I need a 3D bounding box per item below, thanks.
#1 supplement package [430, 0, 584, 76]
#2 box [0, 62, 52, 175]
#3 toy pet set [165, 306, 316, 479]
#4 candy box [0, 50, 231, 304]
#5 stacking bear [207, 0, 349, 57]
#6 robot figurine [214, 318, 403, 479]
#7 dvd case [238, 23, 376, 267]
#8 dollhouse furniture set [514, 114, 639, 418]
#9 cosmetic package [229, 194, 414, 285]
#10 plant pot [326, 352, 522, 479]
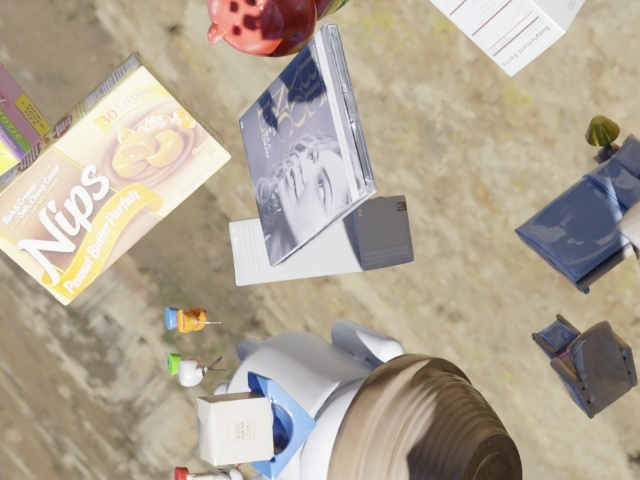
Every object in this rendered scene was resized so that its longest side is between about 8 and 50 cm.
[{"bbox_3d":[0.212,-0.306,1.534,0.179,0.105,0.105,41,139,-8],"label":"supplement package"},{"bbox_3d":[-0.439,-0.117,1.291,0.213,0.243,0.117,53,-163,-16],"label":"box"},{"bbox_3d":[-0.052,0.103,0.822,0.114,0.065,0.122,-179,86,-70],"label":"toy pet set"},{"bbox_3d":[-0.302,-0.084,1.764,0.183,0.316,0.087,46,-173,-27],"label":"candy box"},{"bbox_3d":[-0.028,-0.298,1.410,0.175,0.289,0.164,-25,111,37],"label":"stacking bear"},{"bbox_3d":[0.005,0.251,1.767,0.200,0.300,0.353,23,-177,-44],"label":"robot figurine"},{"bbox_3d":[-0.019,-0.084,1.234,0.221,0.018,0.164,-37,62,59],"label":"dvd case"},{"bbox_3d":[0.309,-0.020,1.478,0.303,0.286,0.198,49,172,47],"label":"dollhouse furniture set"},{"bbox_3d":[0.000,0.000,1.799,0.238,0.127,0.107,-4,94,43],"label":"cosmetic package"},{"bbox_3d":[0.118,0.231,1.228,0.110,0.237,0.237,6,141,38],"label":"plant pot"}]
